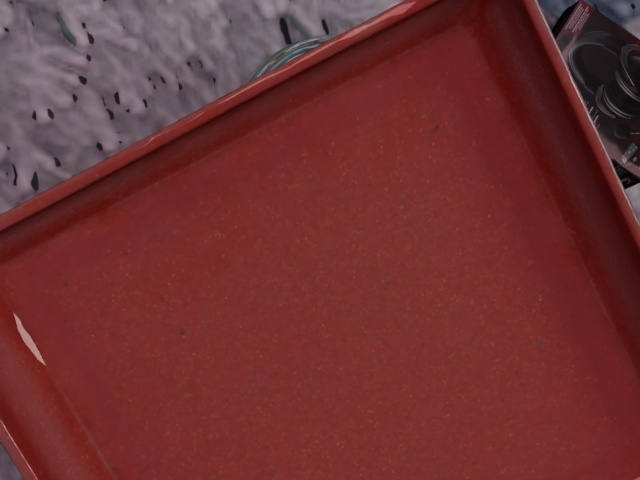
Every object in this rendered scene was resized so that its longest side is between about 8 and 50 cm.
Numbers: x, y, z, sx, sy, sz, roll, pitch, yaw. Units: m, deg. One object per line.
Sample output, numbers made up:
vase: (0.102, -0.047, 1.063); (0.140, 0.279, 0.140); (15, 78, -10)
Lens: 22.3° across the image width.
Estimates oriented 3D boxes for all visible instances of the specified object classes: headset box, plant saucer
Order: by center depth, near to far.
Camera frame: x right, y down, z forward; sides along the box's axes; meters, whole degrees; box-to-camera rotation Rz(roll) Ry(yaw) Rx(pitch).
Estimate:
plant saucer: (0.012, 0.055, 0.653); (0.258, 0.048, 0.259); (-28, 106, 2)
headset box: (0.136, -0.074, 0.809); (0.083, 0.032, 0.062); (35, 78, -5)

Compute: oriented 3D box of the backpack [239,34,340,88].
backpack: (0.000, 0.000, 0.730); (0.152, 0.115, 0.182); (22, 83, -8)
